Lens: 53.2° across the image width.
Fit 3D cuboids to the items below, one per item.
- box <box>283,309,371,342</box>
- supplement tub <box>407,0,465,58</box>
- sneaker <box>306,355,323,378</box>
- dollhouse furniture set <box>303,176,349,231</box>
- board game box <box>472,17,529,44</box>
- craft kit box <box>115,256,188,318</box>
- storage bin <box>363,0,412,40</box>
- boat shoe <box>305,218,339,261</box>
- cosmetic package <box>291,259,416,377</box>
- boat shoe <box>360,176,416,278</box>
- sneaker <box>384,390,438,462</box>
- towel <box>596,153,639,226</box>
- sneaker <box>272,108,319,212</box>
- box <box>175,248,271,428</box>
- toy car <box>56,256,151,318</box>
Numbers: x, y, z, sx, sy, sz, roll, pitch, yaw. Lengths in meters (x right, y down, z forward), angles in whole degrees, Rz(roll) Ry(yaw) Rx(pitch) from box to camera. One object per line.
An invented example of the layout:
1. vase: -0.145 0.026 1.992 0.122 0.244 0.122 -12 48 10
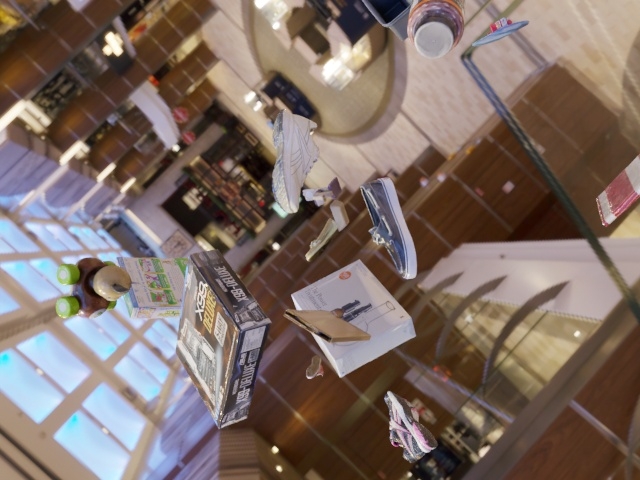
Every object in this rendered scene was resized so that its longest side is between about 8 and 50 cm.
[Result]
1. box: 0.022 0.229 1.716 0.164 0.021 0.201 26 -172 33
2. supplement tub: 0.217 -0.415 1.193 0.106 0.106 0.198 47 -144 -28
3. sneaker: -0.018 0.463 2.240 0.118 0.042 0.067 -59 -35 -60
4. dollhouse furniture set: 0.002 -0.062 1.376 0.081 0.091 0.114 -7 118 30
5. board game box: 0.521 -0.616 1.862 0.168 0.133 0.033 -16 93 53
6. craft kit box: -0.508 0.147 2.041 0.246 0.061 0.250 0 -143 -31
7. storage bin: 0.170 -0.523 1.438 0.091 0.098 0.135 31 -155 -54
8. boat shoe: 0.000 -0.001 1.959 0.048 0.153 0.056 36 166 14
9. cosmetic package: 0.102 0.249 2.159 0.377 0.284 0.098 50 161 51
10. boat shoe: 0.189 -0.028 1.822 0.108 0.102 0.302 146 108 -77
11. sneaker: 0.171 0.395 1.358 0.072 0.077 0.178 37 -171 -27
12. towel: 0.881 -0.191 1.722 0.037 0.329 0.237 38 -153 3
13. sneaker: -0.062 -0.216 1.739 0.129 0.297 0.111 7 164 -19
14. box: -0.220 0.212 1.385 0.242 0.076 0.308 48 136 36
15. toy car: -0.502 0.118 1.520 0.188 0.149 0.155 3 -177 25
